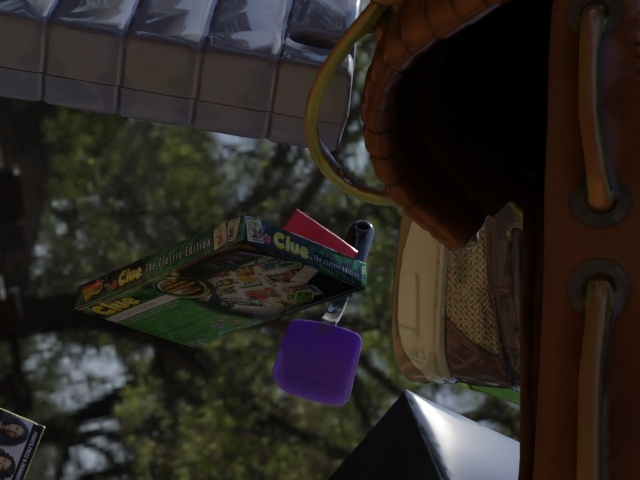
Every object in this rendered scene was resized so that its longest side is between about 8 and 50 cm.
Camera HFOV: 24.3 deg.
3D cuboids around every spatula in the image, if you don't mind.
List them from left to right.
[{"bbox_3d":[0.018,0.066,1.601,0.296,0.084,0.030,-70,171,-53],"label":"spatula"}]

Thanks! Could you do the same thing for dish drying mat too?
[{"bbox_3d":[0.000,0.000,1.631,0.032,0.083,0.008,-57,-179,-31],"label":"dish drying mat"}]

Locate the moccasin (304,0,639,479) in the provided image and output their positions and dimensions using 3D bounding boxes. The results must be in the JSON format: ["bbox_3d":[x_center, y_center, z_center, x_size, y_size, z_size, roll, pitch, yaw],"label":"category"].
[{"bbox_3d":[0.068,-0.045,0.425,0.139,0.147,0.380,84,0,-56],"label":"moccasin"}]

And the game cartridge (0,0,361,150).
[{"bbox_3d":[-0.087,-0.169,0.854,0.355,0.230,0.068,-82,178,-57],"label":"game cartridge"}]

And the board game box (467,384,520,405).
[{"bbox_3d":[0.310,0.077,1.278,0.046,0.317,0.213,-71,180,-83],"label":"board game box"}]

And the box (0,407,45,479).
[{"bbox_3d":[-0.428,0.200,1.628,0.058,0.232,0.087,-29,-142,63],"label":"box"}]

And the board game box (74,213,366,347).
[{"bbox_3d":[-0.094,0.042,1.324,0.260,0.136,0.030,-21,-122,46],"label":"board game box"}]

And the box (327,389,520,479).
[{"bbox_3d":[0.134,0.357,1.574,0.294,0.296,0.182,-50,-149,20],"label":"box"}]

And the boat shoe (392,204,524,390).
[{"bbox_3d":[0.096,-0.063,0.715,0.103,0.092,0.285,-24,122,-70],"label":"boat shoe"}]
